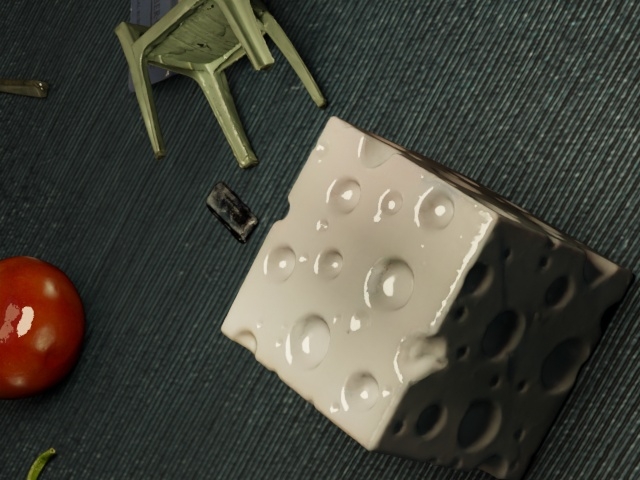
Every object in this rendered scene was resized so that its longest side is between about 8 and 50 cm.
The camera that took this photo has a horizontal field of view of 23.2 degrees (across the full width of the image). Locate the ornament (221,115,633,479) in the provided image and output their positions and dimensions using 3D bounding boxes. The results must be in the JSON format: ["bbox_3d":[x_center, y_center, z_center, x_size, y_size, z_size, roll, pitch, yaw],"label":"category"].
[{"bbox_3d":[0.100,0.059,1.492,0.240,0.240,0.239,35,101,43],"label":"ornament"}]

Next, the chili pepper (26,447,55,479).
[{"bbox_3d":[-0.359,0.299,1.990,0.030,0.017,0.083,29,99,44],"label":"chili pepper"}]

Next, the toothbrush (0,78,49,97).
[{"bbox_3d":[-0.488,-0.230,2.283,0.297,0.030,0.030,9,72,44],"label":"toothbrush"}]

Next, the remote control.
[{"bbox_3d":[-0.109,-0.035,1.876,0.039,0.014,0.096,-56,48,13],"label":"remote control"}]

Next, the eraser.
[{"bbox_3d":[-0.210,-0.300,2.045,0.082,0.036,0.225,-17,65,40],"label":"eraser"}]

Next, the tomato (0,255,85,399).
[{"bbox_3d":[-0.386,0.113,1.995,0.195,0.136,0.195,-19,62,40],"label":"tomato"}]

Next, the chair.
[{"bbox_3d":[-0.119,-0.240,1.858,0.203,0.190,0.274,-35,62,28],"label":"chair"}]
